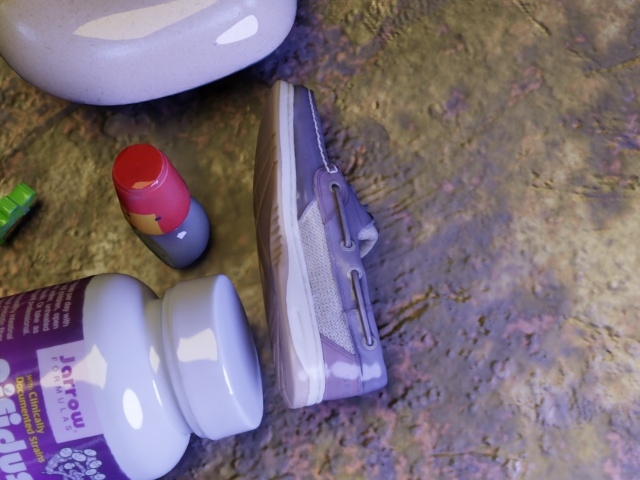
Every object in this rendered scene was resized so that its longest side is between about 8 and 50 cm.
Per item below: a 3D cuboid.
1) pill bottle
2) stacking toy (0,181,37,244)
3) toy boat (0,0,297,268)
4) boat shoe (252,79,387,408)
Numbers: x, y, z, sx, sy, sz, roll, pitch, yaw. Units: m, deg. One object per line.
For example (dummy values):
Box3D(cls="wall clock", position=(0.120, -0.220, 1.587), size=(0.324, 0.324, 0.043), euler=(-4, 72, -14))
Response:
Box3D(cls="pill bottle", position=(-0.206, 0.120, 1.255), size=(0.301, 0.169, 0.169), euler=(-14, 71, 9))
Box3D(cls="stacking toy", position=(-0.375, -0.002, 1.396), size=(0.167, 0.052, 0.221), euler=(38, 82, 19))
Box3D(cls="toy boat", position=(-0.145, -0.139, 1.346), size=(0.267, 0.148, 0.318), euler=(-8, 65, 5))
Box3D(cls="boat shoe", position=(0.000, 0.000, 1.287), size=(0.092, 0.103, 0.285), euler=(1, 60, -12))
